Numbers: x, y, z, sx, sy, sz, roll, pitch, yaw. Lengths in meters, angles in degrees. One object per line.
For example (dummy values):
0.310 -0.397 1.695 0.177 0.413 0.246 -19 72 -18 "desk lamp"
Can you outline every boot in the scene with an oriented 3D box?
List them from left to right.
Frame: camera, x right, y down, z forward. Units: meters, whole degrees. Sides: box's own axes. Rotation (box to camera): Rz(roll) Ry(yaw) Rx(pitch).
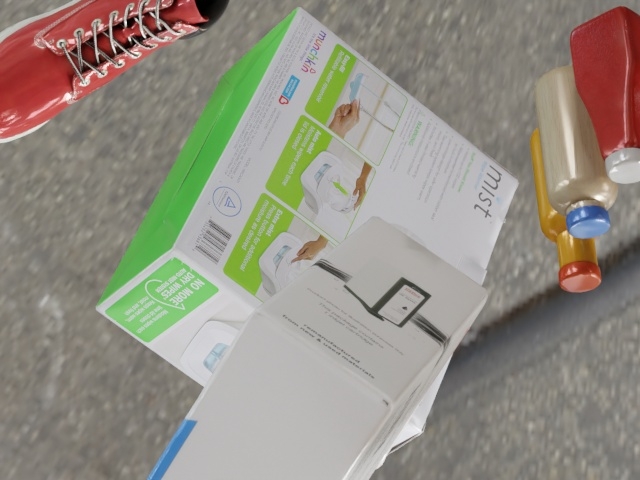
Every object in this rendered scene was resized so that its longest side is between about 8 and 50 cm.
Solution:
-0.195 -0.172 1.695 0.176 0.244 0.088 -3 121 52 "boot"

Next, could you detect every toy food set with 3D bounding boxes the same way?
0.199 -0.065 1.054 0.232 0.104 0.111 -25 145 34 "toy food set"

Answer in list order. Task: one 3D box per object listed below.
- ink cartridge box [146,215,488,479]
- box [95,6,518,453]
-0.002 0.087 1.014 0.086 0.203 0.148 34 111 7 "ink cartridge box"
0.000 0.000 1.445 0.231 0.262 0.127 37 140 -16 "box"
